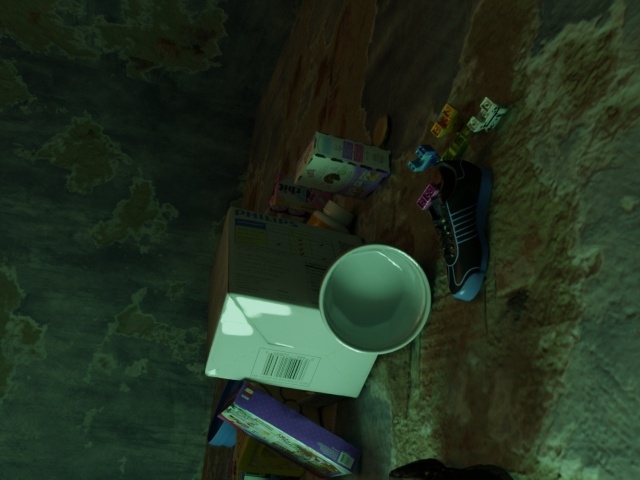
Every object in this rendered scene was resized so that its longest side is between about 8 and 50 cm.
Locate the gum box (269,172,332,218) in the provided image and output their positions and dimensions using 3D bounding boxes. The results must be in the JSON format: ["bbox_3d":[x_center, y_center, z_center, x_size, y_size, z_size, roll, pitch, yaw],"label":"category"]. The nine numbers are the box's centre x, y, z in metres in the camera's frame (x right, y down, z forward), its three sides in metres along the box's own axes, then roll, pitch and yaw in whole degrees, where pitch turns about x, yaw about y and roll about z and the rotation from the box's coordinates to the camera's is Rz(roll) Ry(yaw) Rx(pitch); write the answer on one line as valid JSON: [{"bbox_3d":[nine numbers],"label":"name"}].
[{"bbox_3d":[-0.063,-0.133,1.873,0.062,0.189,0.107,137,142,-65],"label":"gum box"}]

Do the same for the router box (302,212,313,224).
[{"bbox_3d":[-0.053,0.102,1.868,0.308,0.081,0.242,121,155,-51],"label":"router box"}]

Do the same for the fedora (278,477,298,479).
[{"bbox_3d":[-0.074,0.648,1.345,0.152,0.334,0.334,-46,-13,-46],"label":"fedora"}]

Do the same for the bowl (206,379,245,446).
[{"bbox_3d":[-0.243,0.472,1.919,0.391,0.077,0.391,-61,9,16],"label":"bowl"}]

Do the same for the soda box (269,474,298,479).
[{"bbox_3d":[-0.121,0.734,1.678,0.071,0.067,0.210,-112,37,-64],"label":"soda box"}]

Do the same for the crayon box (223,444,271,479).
[{"bbox_3d":[-0.242,0.725,2.038,0.313,0.106,0.362,132,147,-63],"label":"crayon box"}]

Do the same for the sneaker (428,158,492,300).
[{"bbox_3d":[0.219,-0.020,0.981,0.081,0.091,0.232,146,134,-68],"label":"sneaker"}]

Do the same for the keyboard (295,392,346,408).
[{"bbox_3d":[0.009,0.383,1.461,0.256,0.072,0.014,130,145,-60],"label":"keyboard"}]

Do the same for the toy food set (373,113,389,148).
[{"bbox_3d":[0.155,-0.275,1.522,0.083,0.020,0.082,-104,29,-56],"label":"toy food set"}]

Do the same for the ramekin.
[{"bbox_3d":[0.096,0.102,1.137,0.109,0.207,0.207,-122,45,-82],"label":"ramekin"}]

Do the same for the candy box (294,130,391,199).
[{"bbox_3d":[0.052,-0.180,1.488,0.165,0.196,0.070,134,145,-62],"label":"candy box"}]

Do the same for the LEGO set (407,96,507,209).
[{"bbox_3d":[0.239,-0.170,1.058,0.087,0.093,0.227,53,132,28],"label":"LEGO set"}]

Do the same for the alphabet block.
[{"bbox_3d":[-0.118,0.491,1.621,0.197,0.193,0.193,-100,24,-55],"label":"alphabet block"}]

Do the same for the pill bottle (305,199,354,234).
[{"bbox_3d":[0.000,0.000,1.627,0.215,0.117,0.117,-57,18,4],"label":"pill bottle"}]

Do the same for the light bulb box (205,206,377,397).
[{"bbox_3d":[-0.069,0.133,1.388,0.361,0.358,0.225,-103,30,-58],"label":"light bulb box"}]

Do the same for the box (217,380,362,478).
[{"bbox_3d":[-0.076,0.426,1.333,0.057,0.293,0.201,-60,5,-31],"label":"box"}]

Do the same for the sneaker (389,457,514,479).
[{"bbox_3d":[0.193,0.372,0.838,0.267,0.101,0.106,143,114,-66],"label":"sneaker"}]

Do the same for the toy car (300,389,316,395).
[{"bbox_3d":[-0.020,0.295,1.546,0.136,0.159,0.182,-32,35,19],"label":"toy car"}]
